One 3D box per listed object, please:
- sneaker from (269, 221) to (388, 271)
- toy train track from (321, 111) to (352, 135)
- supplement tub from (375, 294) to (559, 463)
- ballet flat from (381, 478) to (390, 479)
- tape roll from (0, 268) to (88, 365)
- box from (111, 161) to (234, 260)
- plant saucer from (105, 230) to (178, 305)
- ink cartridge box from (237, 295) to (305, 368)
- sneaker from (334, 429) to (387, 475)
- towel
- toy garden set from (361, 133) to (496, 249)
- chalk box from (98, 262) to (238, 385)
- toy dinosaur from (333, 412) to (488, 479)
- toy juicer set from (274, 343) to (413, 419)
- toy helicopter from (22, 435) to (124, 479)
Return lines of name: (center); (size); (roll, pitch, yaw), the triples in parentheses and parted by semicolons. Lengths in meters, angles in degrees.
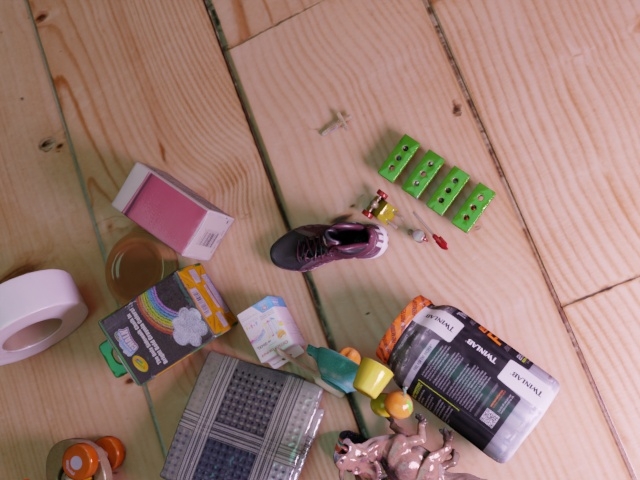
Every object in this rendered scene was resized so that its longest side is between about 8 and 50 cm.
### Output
sneaker: (0.000, 0.000, 1.797); (0.281, 0.162, 0.106); (-11, 80, 15)
toy train track: (0.039, -0.270, 1.898); (0.083, 0.014, 0.048); (-31, 83, 17)
supplement tub: (0.293, 0.273, 1.650); (0.338, 0.207, 0.207); (36, 95, 17)
ballet flat: (0.111, 0.595, 1.695); (0.073, 0.067, 0.206); (-21, 35, 45)
tape roll: (-0.708, 0.187, 1.931); (0.286, 0.286, 0.100); (-35, 75, 11)
box: (-0.350, -0.067, 1.921); (0.232, 0.148, 0.127); (33, 94, 19)
plant saucer: (-0.448, 0.072, 1.994); (0.200, 0.037, 0.200); (-2, 82, 16)
ink cartridge box: (-0.107, 0.211, 1.843); (0.092, 0.090, 0.143); (-33, 75, 11)
sneaker: (0.102, 0.485, 1.771); (0.161, 0.057, 0.075); (28, 115, 13)
towel: (-0.171, 0.435, 1.830); (0.312, 0.056, 0.324); (15, 73, 20)
toy garden set: (0.231, -0.086, 1.799); (0.244, 0.049, 0.204); (37, 93, 17)
chalk box: (-0.372, 0.206, 1.867); (0.289, 0.179, 0.180); (-32, 88, 12)
toy dinosaur: (0.180, 0.472, 1.659); (0.296, 0.127, 0.200); (27, 62, 10)
toy juicer set: (0.072, 0.286, 1.709); (0.329, 0.209, 0.089); (7, 62, 53)
toy helicopter: (-0.571, 0.648, 1.912); (0.235, 0.140, 0.355); (-19, 80, 17)
